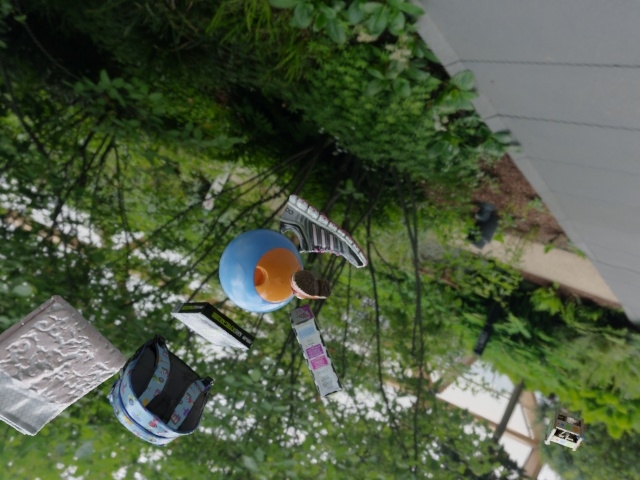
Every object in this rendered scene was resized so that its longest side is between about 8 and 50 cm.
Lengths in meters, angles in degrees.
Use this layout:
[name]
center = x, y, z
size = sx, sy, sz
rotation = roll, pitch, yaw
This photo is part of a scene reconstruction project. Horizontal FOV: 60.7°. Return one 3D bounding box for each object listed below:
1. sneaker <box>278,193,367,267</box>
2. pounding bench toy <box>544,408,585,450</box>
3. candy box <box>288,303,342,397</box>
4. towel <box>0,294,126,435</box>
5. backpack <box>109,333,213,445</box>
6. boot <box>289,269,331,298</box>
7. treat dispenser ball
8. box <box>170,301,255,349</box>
[sneaker]
center = 0.000, 0.000, 0.903
size = 0.170, 0.074, 0.063
rotation = 38, -175, -11
[pounding bench toy]
center = 0.525, 0.417, 1.173
size = 0.065, 0.052, 0.083
rotation = 16, 133, 17
[candy box]
center = -0.016, 0.318, 1.603
size = 0.159, 0.071, 0.233
rotation = -131, 19, -79
[towel]
center = -0.713, 0.334, 1.412
size = 0.053, 0.317, 0.331
rotation = 37, 159, 36
[backpack]
center = -0.271, 0.264, 0.902
size = 0.158, 0.117, 0.173
rotation = 45, -171, -13
[boot]
center = -0.045, 0.112, 1.306
size = 0.085, 0.059, 0.158
rotation = -8, 160, 25
[treat dispenser ball]
center = -0.204, 0.103, 1.881
size = 0.288, 0.288, 0.288
rotation = 25, 175, 2
[box]
center = -0.305, 0.239, 1.537
size = 0.191, 0.045, 0.184
rotation = -8, 133, 49
